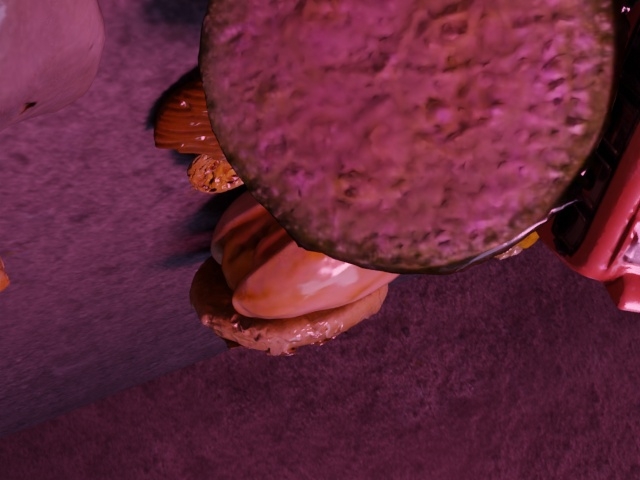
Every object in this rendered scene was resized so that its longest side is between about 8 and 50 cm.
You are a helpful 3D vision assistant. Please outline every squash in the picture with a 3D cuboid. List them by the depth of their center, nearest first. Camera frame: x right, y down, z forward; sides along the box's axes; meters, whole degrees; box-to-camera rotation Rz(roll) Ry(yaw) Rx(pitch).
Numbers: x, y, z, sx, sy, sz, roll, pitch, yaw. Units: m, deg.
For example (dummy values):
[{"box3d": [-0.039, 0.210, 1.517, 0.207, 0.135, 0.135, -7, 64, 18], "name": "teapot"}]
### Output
[{"box3d": [0.099, -0.148, 0.658, 0.310, 0.310, 0.309, -27, 180, 20], "name": "squash"}]

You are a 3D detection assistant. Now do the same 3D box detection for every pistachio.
[{"box3d": [0.000, 0.000, 1.109, 0.309, 0.229, 0.230, -23, 167, -6], "name": "pistachio"}]

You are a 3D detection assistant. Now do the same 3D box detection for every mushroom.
[{"box3d": [-0.183, -0.165, 0.440, 0.329, 0.122, 0.159, -39, -165, 54], "name": "mushroom"}]

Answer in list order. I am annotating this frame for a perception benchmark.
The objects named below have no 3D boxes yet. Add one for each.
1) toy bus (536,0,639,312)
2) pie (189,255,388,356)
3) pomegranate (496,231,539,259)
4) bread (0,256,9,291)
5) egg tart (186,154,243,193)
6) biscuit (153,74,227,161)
[{"box3d": [0.364, -0.141, 0.715, 0.203, 0.233, 0.426, 8, 124, -6], "name": "toy bus"}, {"box3d": [-0.055, 0.077, 1.276, 0.340, 0.083, 0.339, -5, -151, 3], "name": "pie"}, {"box3d": [0.201, -0.119, 0.992, 0.341, 0.260, 0.260, 22, 143, -30], "name": "pomegranate"}, {"box3d": [-0.410, 0.016, 0.627, 0.246, 0.111, 0.239, -24, 164, -16], "name": "bread"}, {"box3d": [-0.107, -0.106, 0.905, 0.129, 0.049, 0.129, -26, 165, -7], "name": "egg tart"}, {"box3d": [-0.063, -0.116, 0.786, 0.229, 0.031, 0.176, -14, 144, 22], "name": "biscuit"}]
